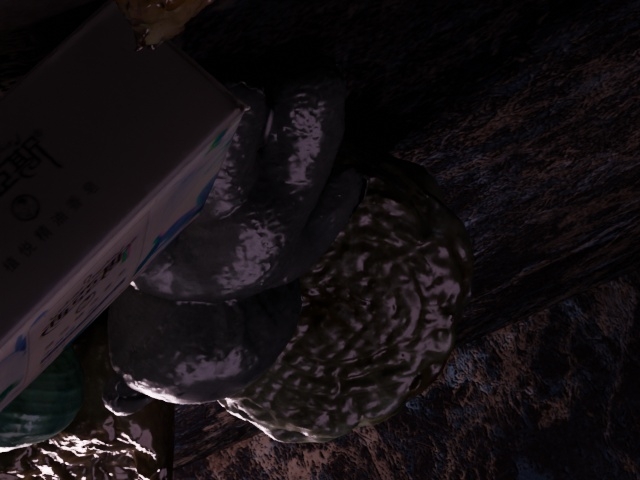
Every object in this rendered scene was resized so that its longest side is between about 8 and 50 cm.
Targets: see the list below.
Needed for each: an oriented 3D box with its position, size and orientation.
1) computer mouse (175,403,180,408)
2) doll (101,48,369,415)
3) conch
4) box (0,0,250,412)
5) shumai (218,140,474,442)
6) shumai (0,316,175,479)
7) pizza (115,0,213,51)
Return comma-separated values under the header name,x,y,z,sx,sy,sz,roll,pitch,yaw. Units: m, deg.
name,x,y,z,sx,sy,sz,roll,pitch,yaw
computer mouse,-0.240,0.201,2.070,0.264,0.088,0.147,-26,171,-9
doll,-0.081,-0.019,1.293,0.246,0.158,0.340,-18,134,-30
conch,-0.306,0.124,1.484,0.202,0.134,0.196,-31,-151,1
box,-0.189,0.006,1.011,0.274,0.116,0.203,-46,176,-22
shumai,0.000,0.000,1.545,0.309,0.304,0.263,-30,-158,22
shumai,-0.301,0.198,1.786,0.283,0.217,0.346,-2,159,-2
pizza,-0.058,-0.185,0.803,0.147,0.069,0.226,-45,175,-11
